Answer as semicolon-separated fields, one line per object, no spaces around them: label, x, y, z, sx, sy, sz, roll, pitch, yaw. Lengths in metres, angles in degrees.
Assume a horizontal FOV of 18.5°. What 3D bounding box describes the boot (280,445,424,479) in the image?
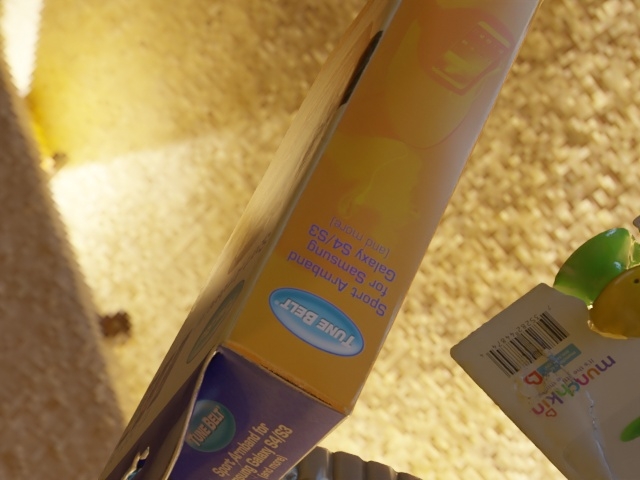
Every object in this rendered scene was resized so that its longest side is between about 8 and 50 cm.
boot;0.018;0.184;0.601;0.207;0.248;0.090;-56;-172;34

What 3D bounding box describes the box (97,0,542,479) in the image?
box;0.000;0.000;0.366;0.081;0.028;0.136;-50;-167;57

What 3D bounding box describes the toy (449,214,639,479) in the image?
toy;0.171;0.086;0.696;0.137;0.056;0.237;-34;-123;-12
